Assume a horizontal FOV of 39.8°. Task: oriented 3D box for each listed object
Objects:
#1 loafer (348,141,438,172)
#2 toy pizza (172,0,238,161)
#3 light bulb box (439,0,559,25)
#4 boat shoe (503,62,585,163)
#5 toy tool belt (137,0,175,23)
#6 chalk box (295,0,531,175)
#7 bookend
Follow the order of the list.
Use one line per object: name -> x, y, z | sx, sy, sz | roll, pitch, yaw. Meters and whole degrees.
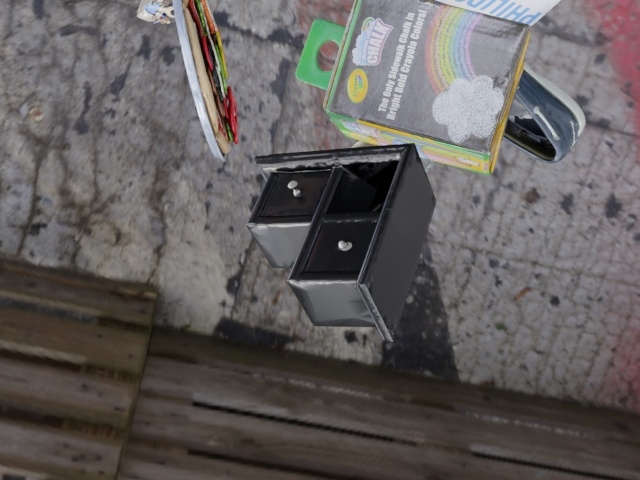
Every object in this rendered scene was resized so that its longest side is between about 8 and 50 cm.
loafer -> 0.137, -0.154, 1.217 | 0.251, 0.087, 0.094 | -28, 143, 16
toy pizza -> -0.112, -0.180, 0.897 | 0.032, 0.201, 0.201 | -12, 110, 0
light bulb box -> 0.140, -0.468, 0.976 | 0.358, 0.361, 0.225 | 2, 148, -46
boat shoe -> 0.203, -0.185, 1.090 | 0.254, 0.079, 0.095 | 39, 143, 4
toy tool belt -> -0.240, -0.357, 1.349 | 0.051, 0.083, 0.052 | 24, 66, -32
chalk box -> 0.085, -0.161, 0.881 | 0.213, 0.132, 0.132 | 18, 89, 12
bookend -> 0.000, 0.000, 0.747 | 0.157, 0.156, 0.072 | -1, 137, 28
